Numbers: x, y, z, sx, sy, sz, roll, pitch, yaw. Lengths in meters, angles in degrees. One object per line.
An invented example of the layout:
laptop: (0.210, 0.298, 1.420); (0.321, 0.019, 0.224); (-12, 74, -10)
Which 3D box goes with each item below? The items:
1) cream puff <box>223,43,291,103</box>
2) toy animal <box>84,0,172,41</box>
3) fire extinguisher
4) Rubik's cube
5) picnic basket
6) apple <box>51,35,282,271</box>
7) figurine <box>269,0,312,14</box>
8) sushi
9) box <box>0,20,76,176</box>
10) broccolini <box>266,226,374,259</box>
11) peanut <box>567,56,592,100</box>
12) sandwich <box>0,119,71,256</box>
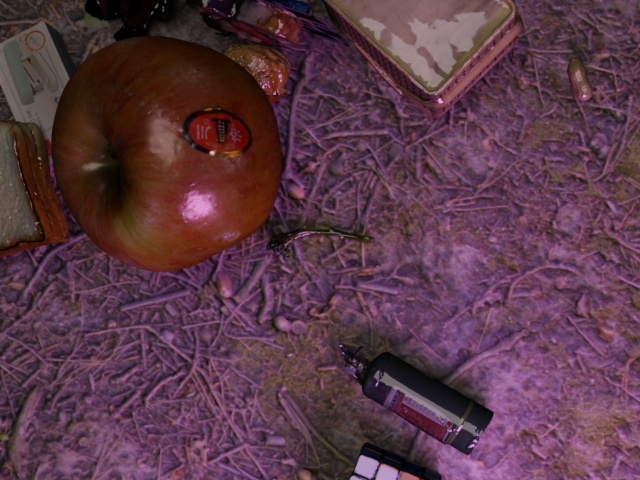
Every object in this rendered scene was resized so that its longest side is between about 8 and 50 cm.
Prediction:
cream puff: (-0.120, -0.299, 1.873); (0.119, 0.133, 0.104); (-6, 57, 38)
toy animal: (-0.342, -0.466, 1.951); (0.219, 0.116, 0.179); (8, 55, 35)
fire extinguisher: (0.150, 0.266, 1.802); (0.294, 0.118, 0.093); (29, 53, 9)
Rubik's cube: (0.111, 0.448, 1.755); (0.151, 0.154, 0.155); (22, 88, 8)
picnic basket: (0.177, -0.393, 1.828); (0.228, 0.175, 0.313); (-45, 77, 2)
apple: (-0.250, -0.147, 1.763); (0.400, 0.334, 0.400); (11, 107, 39)
figurine: (-0.109, -0.468, 1.846); (0.262, 0.164, 0.120); (29, 63, -26)
sushi: (-0.132, -0.380, 1.796); (0.340, 0.320, 0.068); (21, 96, 7)
box: (-0.509, -0.264, 1.943); (0.135, 0.079, 0.269); (-26, 82, 5)
broccolini: (-0.002, -0.007, 1.875); (0.194, 0.054, 0.052); (-8, 64, 4)
peanut: (0.462, -0.288, 1.845); (0.037, 0.037, 0.083); (-11, 81, 6)
sandwich: (-0.610, -0.077, 1.886); (0.273, 0.095, 0.248); (-18, 84, 24)
